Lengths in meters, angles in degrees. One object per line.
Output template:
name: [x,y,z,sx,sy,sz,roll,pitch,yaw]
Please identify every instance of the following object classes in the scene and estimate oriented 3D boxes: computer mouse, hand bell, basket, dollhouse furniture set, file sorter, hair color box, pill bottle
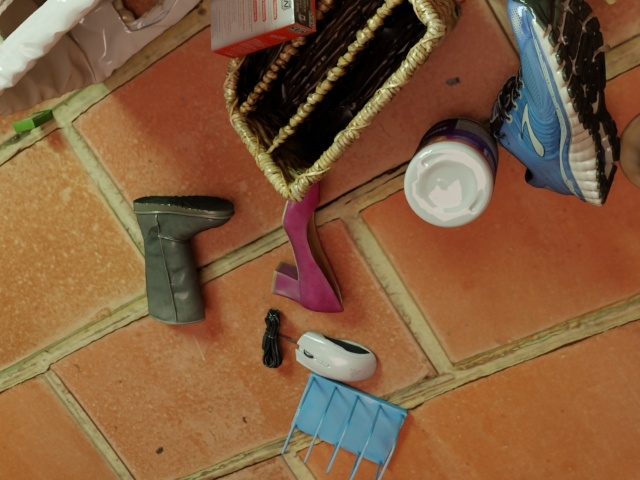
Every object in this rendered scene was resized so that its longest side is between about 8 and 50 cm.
computer mouse: [-0.005,0.182,1.306,0.193,0.042,0.105,16,115,8]
hand bell: [0.430,-0.074,0.969,0.126,0.242,0.126,6,114,13]
basket: [0.003,-0.239,1.023,0.213,0.223,0.299,42,118,-4]
dollhouse furniture set: [-0.463,-0.245,1.235,0.076,0.058,0.151,-8,111,17]
basket: [-0.326,-0.357,1.001,0.328,0.331,0.266,-33,99,24]
file sorter: [0.036,0.314,1.319,0.170,0.104,0.118,22,116,5]
hair color box: [-0.073,-0.276,0.998,0.141,0.043,0.071,-6,83,40]
pill bottle: [0.174,-0.099,1.053,0.108,0.193,0.108,5,113,13]

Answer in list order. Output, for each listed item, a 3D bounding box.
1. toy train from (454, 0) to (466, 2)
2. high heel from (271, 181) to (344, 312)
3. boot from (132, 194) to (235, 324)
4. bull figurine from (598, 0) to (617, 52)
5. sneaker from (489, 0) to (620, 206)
toy train: [0.178,-0.375,0.977,0.046,0.125,0.166,6,125,43]
high heel: [0.000,0.000,1.204,0.117,0.082,0.244,16,116,7]
boot: [-0.208,0.035,1.280,0.190,0.076,0.208,4,107,29]
bull figurine: [0.371,-0.335,0.950,0.311,0.101,0.188,-12,115,24]
sneaker: [0.266,-0.166,0.993,0.147,0.129,0.330,7,144,32]
